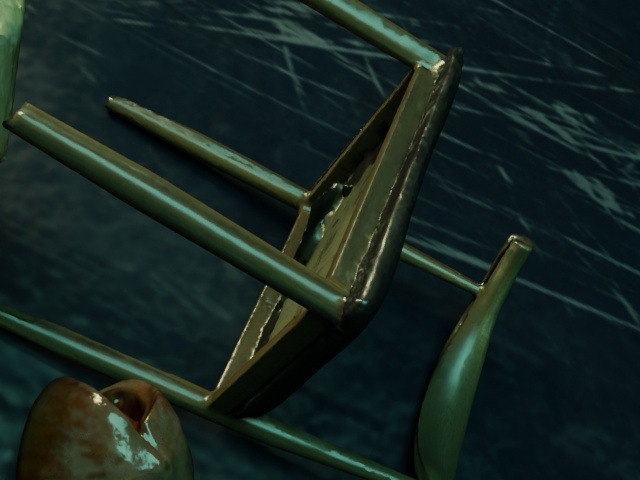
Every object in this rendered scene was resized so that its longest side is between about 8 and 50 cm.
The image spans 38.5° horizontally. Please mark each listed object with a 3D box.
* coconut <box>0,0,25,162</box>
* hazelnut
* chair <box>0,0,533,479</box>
[{"bbox_3d":[-0.239,-0.097,0.342,0.237,0.237,0.197,45,55,3],"label":"coconut"},{"bbox_3d":[-0.091,0.096,0.397,0.087,0.086,0.086,13,57,-21],"label":"hazelnut"},{"bbox_3d":[0.000,0.000,0.447,0.272,0.166,0.188,30,51,-9],"label":"chair"}]
